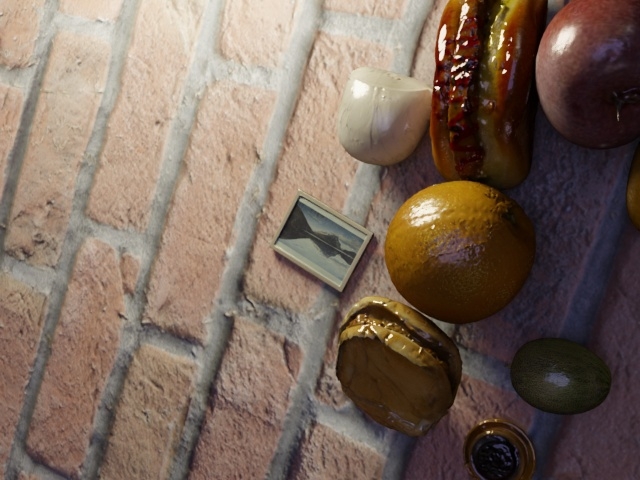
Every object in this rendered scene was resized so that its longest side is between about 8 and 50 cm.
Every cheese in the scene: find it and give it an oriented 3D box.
[{"bbox_3d":[0.126,-0.243,1.492,0.198,0.154,0.189,22,104,22],"label":"cheese"}]

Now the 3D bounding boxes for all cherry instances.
[{"bbox_3d":[0.475,-0.298,1.252,0.221,0.307,0.261,6,134,12],"label":"cherry"}]

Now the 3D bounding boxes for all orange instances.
[{"bbox_3d":[0.255,0.019,1.370,0.274,0.274,0.274,0,89,24],"label":"orange"}]

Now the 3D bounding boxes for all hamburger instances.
[{"bbox_3d":[0.144,0.242,1.434,0.259,0.144,0.283,32,139,13],"label":"hamburger"}]

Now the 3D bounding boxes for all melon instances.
[{"bbox_3d":[0.429,0.247,1.361,0.192,0.139,0.139,8,93,27],"label":"melon"}]

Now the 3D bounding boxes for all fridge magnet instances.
[{"bbox_3d":[0.343,0.417,1.436,0.143,0.063,0.143,-1,88,27],"label":"fridge magnet"}]

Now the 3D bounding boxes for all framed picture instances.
[{"bbox_3d":[0.000,0.000,1.618,0.203,0.015,0.150,33,102,21],"label":"framed picture"}]

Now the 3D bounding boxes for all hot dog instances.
[{"bbox_3d":[0.308,-0.296,1.375,0.185,0.223,0.405,6,92,21],"label":"hot dog"}]

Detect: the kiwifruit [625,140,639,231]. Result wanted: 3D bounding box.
[{"bbox_3d":[0.616,-0.097,1.250,0.196,0.196,0.234,12,112,23],"label":"kiwifruit"}]
